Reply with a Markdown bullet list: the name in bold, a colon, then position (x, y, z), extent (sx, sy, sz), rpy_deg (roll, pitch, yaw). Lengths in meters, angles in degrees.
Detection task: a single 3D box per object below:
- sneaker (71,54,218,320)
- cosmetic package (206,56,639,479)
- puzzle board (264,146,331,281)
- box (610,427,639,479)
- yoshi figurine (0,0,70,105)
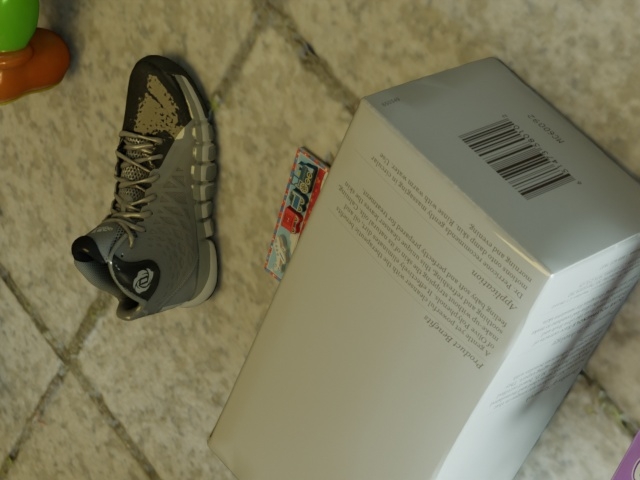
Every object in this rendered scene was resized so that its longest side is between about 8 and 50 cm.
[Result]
- **sneaker**: position (-0.157, -0.036, 1.487), extent (0.086, 0.132, 0.228), rpy_deg (8, 112, 43)
- **cosmetic package**: position (0.074, 0.073, 1.285), extent (0.197, 0.155, 0.365), rpy_deg (45, 133, 23)
- **puzzle board**: position (0.000, 0.000, 1.434), extent (0.096, 0.011, 0.128), rpy_deg (38, 130, 28)
- **box**: position (0.316, 0.125, 1.093), extent (0.201, 0.057, 0.293), rpy_deg (37, 116, 27)
- **yoshi figurine**: position (-0.287, -0.316, 1.516), extent (0.203, 0.204, 0.362), rpy_deg (-97, 6, -49)
